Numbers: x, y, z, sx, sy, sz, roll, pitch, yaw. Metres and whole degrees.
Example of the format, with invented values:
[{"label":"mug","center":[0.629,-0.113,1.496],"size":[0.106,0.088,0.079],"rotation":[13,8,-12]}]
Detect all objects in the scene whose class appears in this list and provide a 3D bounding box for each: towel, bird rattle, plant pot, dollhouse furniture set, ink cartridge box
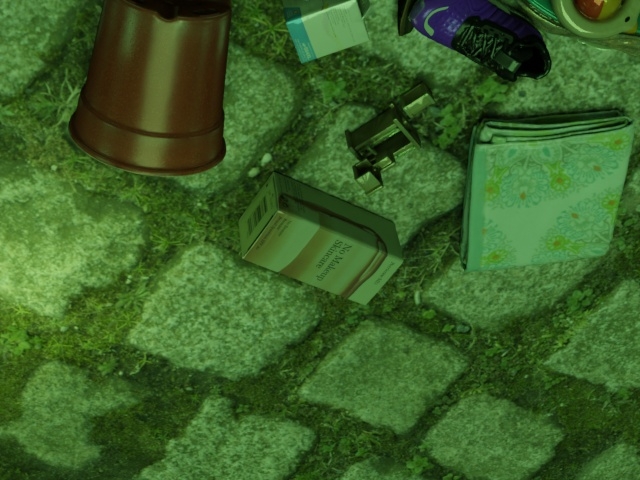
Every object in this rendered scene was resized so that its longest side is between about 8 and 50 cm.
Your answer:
[{"label":"towel","center":[0.451,-0.092,2.087],"size":[0.320,0.090,0.374],"rotation":[-4,132,-4]},{"label":"bird rattle","center":[0.457,-0.439,1.704],"size":[0.253,0.143,0.207],"rotation":[-2,101,-17]},{"label":"plant pot","center":[-0.267,-0.287,1.708],"size":[0.272,0.272,0.265],"rotation":[6,123,-14]},{"label":"dollhouse furniture set","center":[0.156,-0.172,1.922],"size":[0.182,0.161,0.101],"rotation":[-31,129,20]},{"label":"ink cartridge box","center":[0.017,-0.382,1.761],"size":[0.143,0.092,0.090],"rotation":[-16,132,7]}]

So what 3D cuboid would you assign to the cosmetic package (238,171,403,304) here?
[{"label":"cosmetic package","center":[0.000,0.000,2.076],"size":[0.296,0.129,0.153],"rotation":[20,125,-25]}]

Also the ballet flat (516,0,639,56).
[{"label":"ballet flat","center":[0.459,-0.386,1.818],"size":[0.316,0.107,0.106],"rotation":[15,158,-13]}]

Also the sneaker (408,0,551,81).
[{"label":"sneaker","center":[0.289,-0.344,1.759],"size":[0.293,0.146,0.102],"rotation":[8,133,-35]}]

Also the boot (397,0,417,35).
[{"label":"boot","center":[0.195,-0.440,1.743],"size":[0.106,0.082,0.219],"rotation":[5,129,-9]}]
